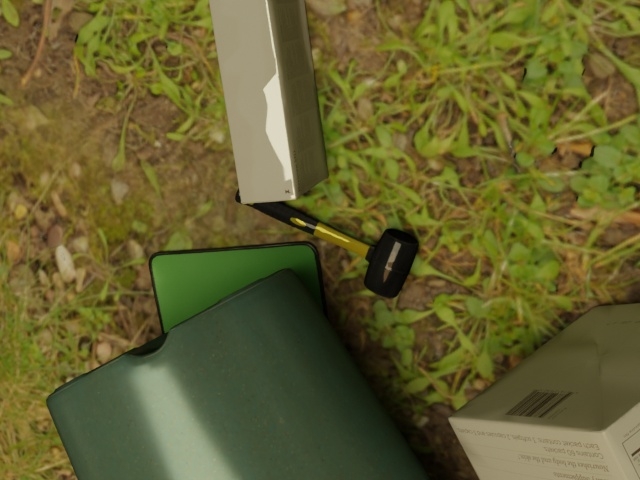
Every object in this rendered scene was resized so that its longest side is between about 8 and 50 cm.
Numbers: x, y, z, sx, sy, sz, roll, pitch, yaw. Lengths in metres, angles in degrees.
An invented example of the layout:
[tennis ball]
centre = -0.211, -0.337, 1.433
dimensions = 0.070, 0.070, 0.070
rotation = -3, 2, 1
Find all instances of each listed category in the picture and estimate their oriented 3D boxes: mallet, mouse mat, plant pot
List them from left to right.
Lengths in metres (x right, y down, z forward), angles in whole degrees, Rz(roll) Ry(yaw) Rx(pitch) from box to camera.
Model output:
[mouse mat]
centre = -0.082, 0.079, 0.999
dimensions = 0.189, 0.007, 0.153
rotation = -4, 104, 19
[plant pot]
centre = -0.060, 0.226, 0.874
dimensions = 0.341, 0.341, 0.334
rotation = -29, 89, 22
[mallet]
centre = 0.000, 0.000, 0.939
dimensions = 0.189, 0.039, 0.062
rotation = 18, 106, 16

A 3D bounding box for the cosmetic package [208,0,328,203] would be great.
[cosmetic package]
centre = -0.049, -0.161, 0.872
dimensions = 0.060, 0.099, 0.239
rotation = -4, 103, 18

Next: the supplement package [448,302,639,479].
[supplement package]
centre = 0.281, 0.208, 0.781
dimensions = 0.263, 0.198, 0.199
rotation = 62, 155, -6
